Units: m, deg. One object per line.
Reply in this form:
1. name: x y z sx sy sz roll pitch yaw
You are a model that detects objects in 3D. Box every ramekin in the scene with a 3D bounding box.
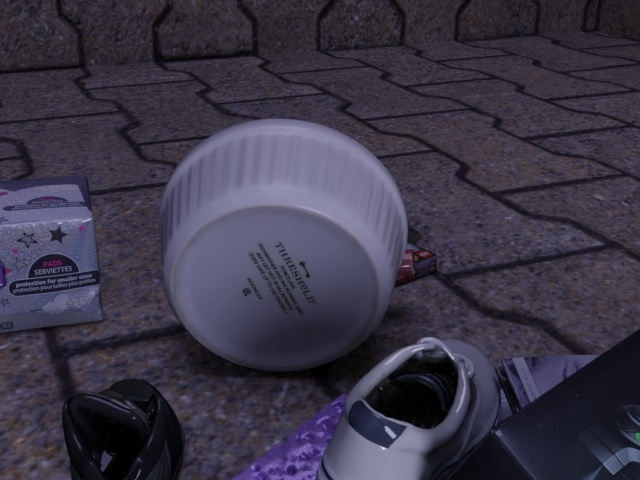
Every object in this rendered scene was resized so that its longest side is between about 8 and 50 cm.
1. ramekin: -0.043 0.018 0.890 0.273 0.272 0.127 2 34 1

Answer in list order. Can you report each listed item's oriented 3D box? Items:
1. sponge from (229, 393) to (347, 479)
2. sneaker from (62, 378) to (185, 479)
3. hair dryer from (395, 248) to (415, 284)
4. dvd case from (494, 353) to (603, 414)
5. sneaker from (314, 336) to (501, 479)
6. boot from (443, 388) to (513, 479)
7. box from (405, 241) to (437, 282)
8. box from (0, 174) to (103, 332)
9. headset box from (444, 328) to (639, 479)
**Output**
1. sponge: -0.022 0.210 0.611 0.210 0.031 0.117 -34 50 -23
2. sneaker: -0.162 0.157 0.718 0.087 0.130 0.227 1 21 -5
3. hair dryer: 0.000 0.000 1.083 0.224 0.080 0.294 -36 39 -30
4. dvd case: 0.259 0.167 0.687 0.221 0.018 0.164 2 54 -28
5. sneaker: 0.084 0.116 0.615 0.094 0.091 0.258 28 23 16
6. boot: 0.150 0.186 0.698 0.258 0.095 0.123 -12 23 -25
7. box: 0.076 0.032 1.137 0.137 0.027 0.094 -18 30 -36
8. box: -0.395 0.016 1.012 0.247 0.142 0.163 -7 24 -16
9. headset box: 0.229 0.195 0.525 0.283 0.131 0.246 -21 60 -40
